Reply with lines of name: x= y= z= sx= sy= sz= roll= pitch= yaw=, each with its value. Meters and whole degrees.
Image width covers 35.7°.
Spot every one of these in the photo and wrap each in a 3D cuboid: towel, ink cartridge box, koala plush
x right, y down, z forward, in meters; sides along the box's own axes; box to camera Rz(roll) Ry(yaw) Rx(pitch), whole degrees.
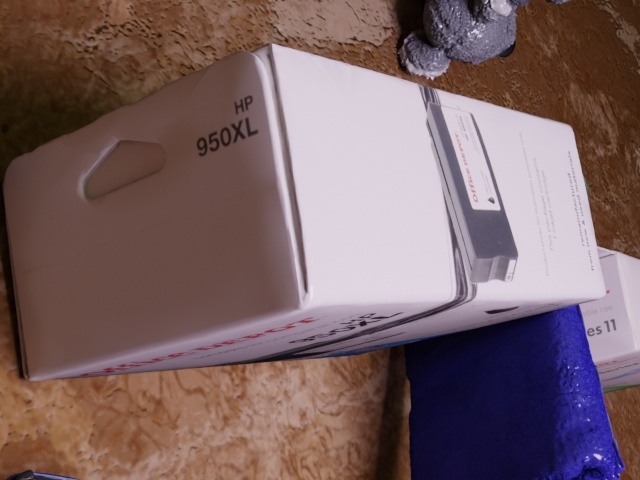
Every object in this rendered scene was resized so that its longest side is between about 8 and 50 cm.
towel: x=0.172 y=0.129 z=0.942 sx=0.076 sy=0.228 sz=0.308 roll=26 pitch=42 yaw=-24
ink cartridge box: x=0.320 y=0.107 z=1.194 sx=0.353 sy=0.207 sz=0.119 roll=14 pitch=63 yaw=-46
koala plush: x=0.188 y=-0.298 z=1.236 sx=0.203 sy=0.196 sz=0.221 roll=42 pitch=45 yaw=-16
ink cartridge box: x=0.000 y=0.000 z=0.782 sx=0.395 sy=0.285 sz=0.166 roll=3 pitch=73 yaw=-50

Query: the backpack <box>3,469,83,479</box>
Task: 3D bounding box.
backpack: x=-0.164 y=0.241 z=0.617 sx=0.158 sy=0.117 sz=0.173 roll=23 pitch=57 yaw=-44

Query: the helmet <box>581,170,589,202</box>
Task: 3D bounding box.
helmet: x=0.246 y=-0.049 z=1.209 sx=0.169 sy=0.169 sz=0.161 roll=26 pitch=72 yaw=-42
